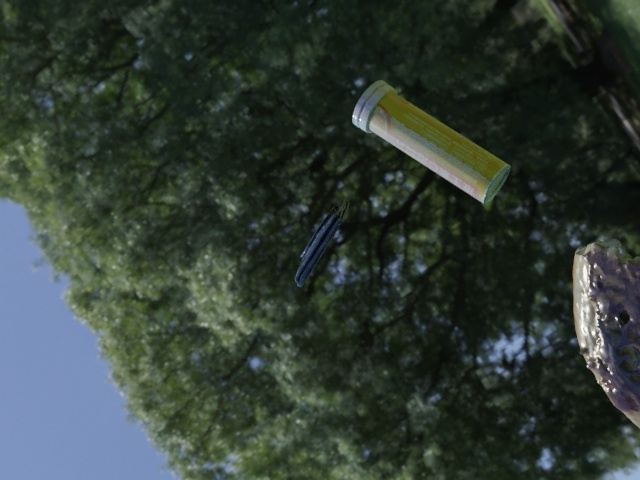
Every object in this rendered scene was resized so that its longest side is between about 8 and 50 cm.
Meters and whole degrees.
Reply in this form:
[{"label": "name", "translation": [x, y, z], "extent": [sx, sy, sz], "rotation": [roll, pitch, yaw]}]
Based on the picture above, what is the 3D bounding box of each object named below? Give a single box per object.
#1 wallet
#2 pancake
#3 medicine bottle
[{"label": "wallet", "translation": [0.000, 0.000, 1.281], "extent": [0.026, 0.129, 0.088], "rotation": [31, -158, -3]}, {"label": "pancake", "translation": [0.399, 0.090, 0.954], "extent": [0.266, 0.245, 0.057], "rotation": [53, -144, -11]}, {"label": "medicine bottle", "translation": [0.150, -0.133, 1.166], "extent": [0.218, 0.074, 0.074], "rotation": [35, -167, 19]}]
